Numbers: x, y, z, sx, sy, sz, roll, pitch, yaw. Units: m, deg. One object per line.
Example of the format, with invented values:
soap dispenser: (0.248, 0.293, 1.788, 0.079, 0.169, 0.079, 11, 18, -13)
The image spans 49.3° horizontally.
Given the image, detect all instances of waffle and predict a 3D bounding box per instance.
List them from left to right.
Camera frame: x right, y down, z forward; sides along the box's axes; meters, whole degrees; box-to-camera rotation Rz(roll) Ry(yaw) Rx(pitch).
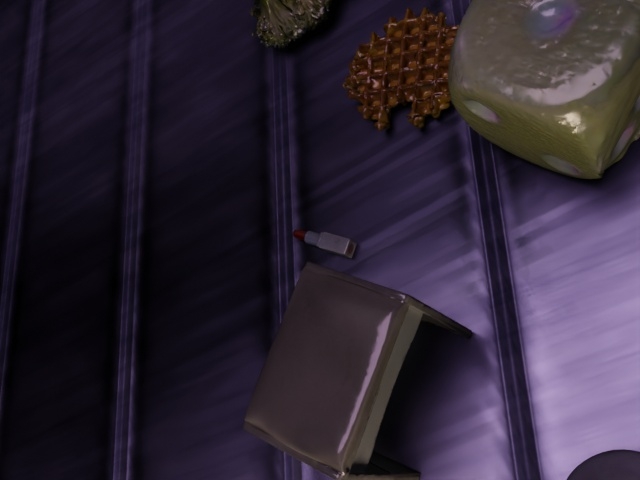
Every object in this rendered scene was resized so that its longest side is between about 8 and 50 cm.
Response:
waffle: (0.155, -0.303, 1.240, 0.228, 0.051, 0.232, -43, 57, 11)

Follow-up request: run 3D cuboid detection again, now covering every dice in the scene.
dice: (0.348, -0.250, 0.991, 0.254, 0.249, 0.252, 33, 92, 33)

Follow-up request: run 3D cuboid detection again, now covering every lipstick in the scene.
lipstick: (0.000, 0.000, 1.238, 0.129, 0.030, 0.030, 15, 82, 33)

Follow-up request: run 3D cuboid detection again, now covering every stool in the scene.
stool: (0.063, 0.193, 0.995, 0.170, 0.269, 0.244, 18, 83, 34)

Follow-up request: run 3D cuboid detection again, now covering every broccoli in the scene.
broccoli: (-0.135, -0.509, 1.308, 0.252, 0.361, 0.221, -40, 60, 57)

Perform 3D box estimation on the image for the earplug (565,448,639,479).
earplug: (0.310, 0.383, 0.844, 0.325, 0.175, 0.214, -26, 56, 20)
